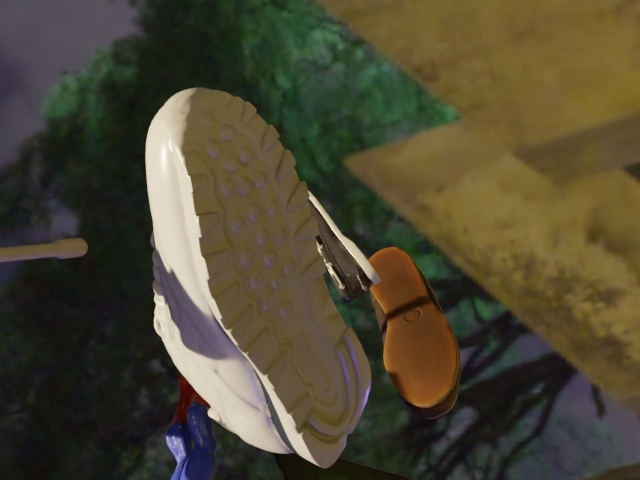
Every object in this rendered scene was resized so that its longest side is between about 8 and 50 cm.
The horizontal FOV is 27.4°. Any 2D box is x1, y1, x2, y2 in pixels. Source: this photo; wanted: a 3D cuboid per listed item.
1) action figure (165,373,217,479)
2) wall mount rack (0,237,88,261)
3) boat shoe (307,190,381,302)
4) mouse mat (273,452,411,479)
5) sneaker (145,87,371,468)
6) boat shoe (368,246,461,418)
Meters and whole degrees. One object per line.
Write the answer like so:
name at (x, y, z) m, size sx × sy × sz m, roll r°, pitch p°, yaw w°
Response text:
action figure at (-0.090, 0.252, 1.207) m, size 0.139 × 0.091 × 0.280 m, roll 26°, pitch -131°, yaw -15°
wall mount rack at (-0.382, 0.038, 1.098) m, size 0.304 × 0.350 × 0.130 m, roll -53°, pitch -34°, yaw -33°
boat shoe at (0.000, 0.000, 1.097) m, size 0.125 × 0.038 × 0.046 m, roll 50°, pitch 175°, yaw 23°
mouse mat at (0.047, 0.262, 1.268) m, size 0.189 × 0.007 × 0.153 m, roll 22°, pitch -158°, yaw -32°
sneaker at (-0.051, 0.025, 0.677) m, size 0.090 × 0.094 × 0.235 m, roll -48°, pitch -44°, yaw -36°
boat shoe at (0.096, 0.097, 1.283) m, size 0.207 × 0.073 × 0.073 m, roll -101°, pitch -9°, yaw -47°
